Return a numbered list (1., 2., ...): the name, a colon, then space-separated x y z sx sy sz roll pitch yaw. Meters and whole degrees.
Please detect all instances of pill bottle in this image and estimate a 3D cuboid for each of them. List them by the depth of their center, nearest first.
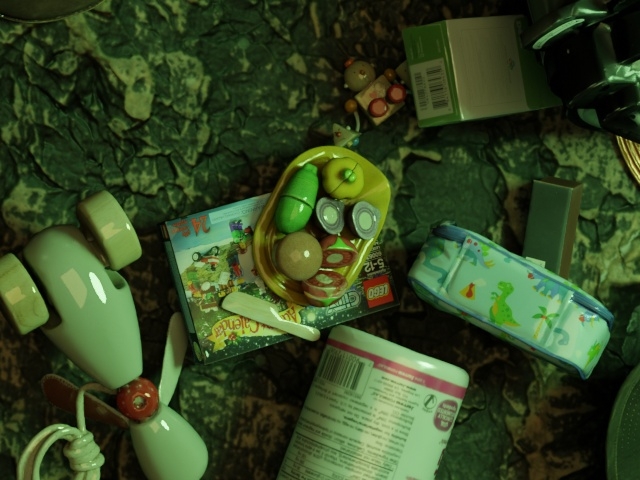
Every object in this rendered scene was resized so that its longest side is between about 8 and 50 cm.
1. pill bottle: 0.040 0.247 1.843 0.160 0.160 0.283 21 88 -9

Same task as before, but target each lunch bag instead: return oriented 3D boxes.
1. lunch bag: 0.205 0.066 1.846 0.219 0.176 0.090 27 86 16

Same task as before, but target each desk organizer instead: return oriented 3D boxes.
1. desk organizer: 0.259 -0.004 1.933 0.047 0.050 0.130 14 106 23

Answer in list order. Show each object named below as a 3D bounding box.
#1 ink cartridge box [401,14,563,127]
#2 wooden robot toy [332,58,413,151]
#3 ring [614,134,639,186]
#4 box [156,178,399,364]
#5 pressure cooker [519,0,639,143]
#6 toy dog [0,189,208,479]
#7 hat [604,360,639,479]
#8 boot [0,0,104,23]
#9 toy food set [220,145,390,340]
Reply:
1. ink cartridge box: 0.182 -0.189 1.891 0.209 0.062 0.109 -12 93 -49
2. wooden robot toy: 0.061 -0.175 1.891 0.173 0.076 0.079 -39 86 -8
3. ring: 0.496 -0.168 1.984 0.336 0.032 0.337 0 91 -9
4. box: -0.044 0.026 1.867 0.233 0.044 0.159 -17 93 -18
5. pressure cooker: 0.382 -0.286 1.754 0.369 0.375 0.420 -16 77 14
6. toy dog: -0.239 0.106 1.822 0.220 0.161 0.334 -10 105 -17
7. hat: 0.440 0.207 1.927 0.331 0.134 0.331 -5 110 -13
8. boot: -0.328 -0.277 1.750 0.248 0.207 0.090 1 91 -10
9. toy food set: 0.000 0.000 1.821 0.128 0.071 0.218 29 80 -15
